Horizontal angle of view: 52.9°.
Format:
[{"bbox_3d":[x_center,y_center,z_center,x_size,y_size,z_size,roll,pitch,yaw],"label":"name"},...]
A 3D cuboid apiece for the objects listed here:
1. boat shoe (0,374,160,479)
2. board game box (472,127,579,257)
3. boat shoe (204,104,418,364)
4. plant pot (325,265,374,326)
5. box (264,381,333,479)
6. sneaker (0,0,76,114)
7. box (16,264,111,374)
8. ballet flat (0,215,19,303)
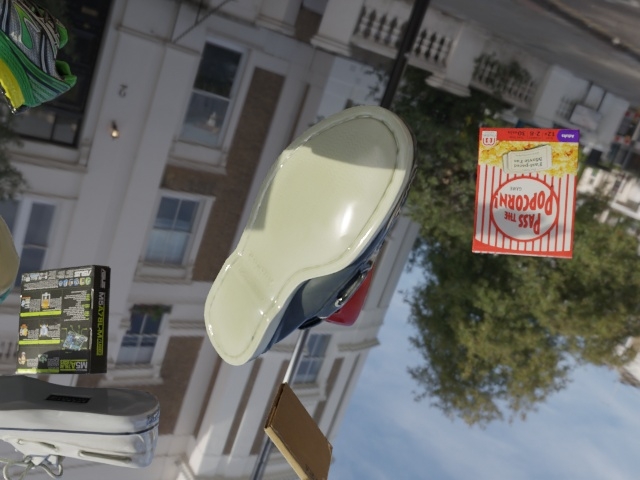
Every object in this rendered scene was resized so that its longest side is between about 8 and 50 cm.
[{"bbox_3d":[-0.440,0.316,1.035,0.366,0.157,0.136,4,-169,1],"label":"boat shoe"},{"bbox_3d":[0.314,-0.073,0.988,0.146,0.194,0.045,3,178,15],"label":"board game box"},{"bbox_3d":[0.002,0.003,0.643,0.113,0.340,0.127,-11,-127,-46],"label":"boat shoe"},{"bbox_3d":[-0.001,0.051,1.222,0.174,0.191,0.191,17,-166,-7],"label":"plant pot"},{"bbox_3d":[-0.041,0.426,1.378,0.201,0.021,0.164,56,-162,-13],"label":"box"},{"bbox_3d":[-0.525,-0.383,1.089,0.146,0.344,0.134,-27,-122,-17],"label":"sneaker"},{"bbox_3d":[-0.450,0.141,1.122,0.190,0.184,0.045,-7,171,28],"label":"box"},{"bbox_3d":[-0.280,-0.022,0.468,0.086,0.086,0.248,8,-170,-38],"label":"ballet flat"}]
